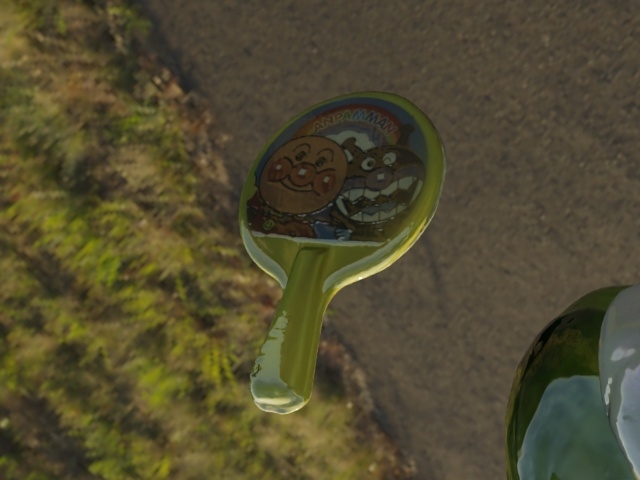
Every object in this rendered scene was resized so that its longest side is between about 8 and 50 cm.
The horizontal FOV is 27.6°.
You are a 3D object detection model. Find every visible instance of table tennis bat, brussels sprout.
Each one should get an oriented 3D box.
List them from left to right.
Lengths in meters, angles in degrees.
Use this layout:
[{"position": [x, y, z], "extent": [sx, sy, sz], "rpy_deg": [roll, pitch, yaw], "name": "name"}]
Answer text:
[{"position": [0.000, 0.000, 1.313], "extent": [0.224, 0.369, 0.054], "rpy_deg": [4, 152, 28], "name": "table tennis bat"}, {"position": [0.227, 0.156, 0.899], "extent": [0.210, 0.271, 0.219], "rpy_deg": [18, 148, -9], "name": "brussels sprout"}]

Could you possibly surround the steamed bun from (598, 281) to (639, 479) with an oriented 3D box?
[{"position": [0.326, 0.095, 0.686], "extent": [0.320, 0.275, 0.206], "rpy_deg": [6, 169, -16], "name": "steamed bun"}]
